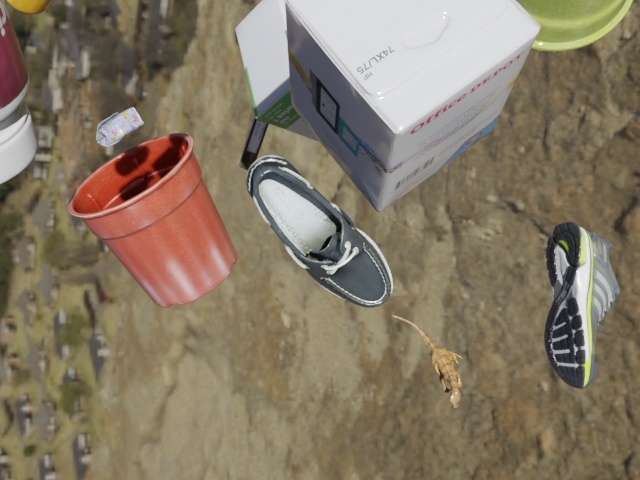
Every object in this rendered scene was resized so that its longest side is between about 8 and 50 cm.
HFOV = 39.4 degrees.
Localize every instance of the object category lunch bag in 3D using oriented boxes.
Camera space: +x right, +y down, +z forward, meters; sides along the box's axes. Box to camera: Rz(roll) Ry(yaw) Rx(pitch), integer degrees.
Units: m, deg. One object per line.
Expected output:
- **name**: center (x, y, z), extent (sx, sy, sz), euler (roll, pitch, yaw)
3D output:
- **lunch bag**: center (-0.416, -0.230, 1.825), extent (0.083, 0.071, 0.053), euler (-17, 112, 45)

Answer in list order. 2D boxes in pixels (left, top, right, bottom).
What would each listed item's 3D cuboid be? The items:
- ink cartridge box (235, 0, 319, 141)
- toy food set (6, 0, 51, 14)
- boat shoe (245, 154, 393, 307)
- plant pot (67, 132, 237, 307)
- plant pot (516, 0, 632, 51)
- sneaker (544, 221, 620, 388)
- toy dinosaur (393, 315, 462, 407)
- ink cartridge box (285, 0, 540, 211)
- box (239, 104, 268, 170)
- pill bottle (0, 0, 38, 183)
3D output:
- **ink cartridge box**: center (0.010, -0.275, 1.528), extent (0.117, 0.278, 0.201), euler (-36, 55, 35)
- **toy food set**: center (-0.178, -0.282, 0.745), extent (0.111, 0.232, 0.104), euler (51, 131, -2)
- **boat shoe**: center (0.000, 0.000, 1.345), extent (0.114, 0.302, 0.091), euler (-47, 14, 6)
- **plant pot**: center (-0.311, -0.029, 1.775), extent (0.272, 0.272, 0.265), euler (30, 152, 57)
- **plant pot**: center (0.352, -0.446, 1.262), extent (0.254, 0.276, 0.276), euler (88, 177, -78)
- **sneaker**: center (0.488, 0.119, 1.626), extent (0.111, 0.121, 0.300), euler (173, 103, -65)
- **toy dinosaur**: center (0.234, 0.228, 1.758), extent (0.064, 0.112, 0.211), euler (-36, 62, 7)
- **ink cartridge box**: center (0.094, -0.199, 1.049), extent (0.197, 0.198, 0.270), euler (52, 170, 12)
- **box**: center (-0.125, -0.266, 1.873), extent (0.225, 0.036, 0.136), euler (-86, 15, -47)
- **pill bottle**: center (-0.520, -0.267, 1.182), extent (0.224, 0.224, 0.392), euler (-123, 21, -45)
